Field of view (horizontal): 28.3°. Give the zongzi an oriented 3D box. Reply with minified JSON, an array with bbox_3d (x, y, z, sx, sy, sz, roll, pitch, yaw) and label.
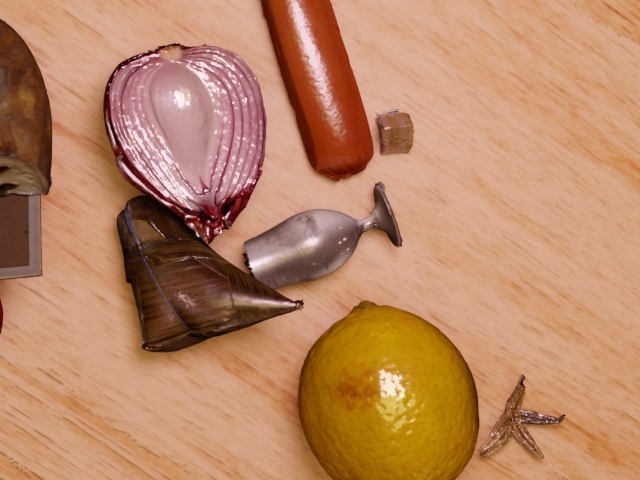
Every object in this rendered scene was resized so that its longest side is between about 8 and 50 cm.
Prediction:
[{"bbox_3d":[-0.159,0.025,1.731,0.242,0.112,0.221,-18,89,25],"label":"zongzi"}]

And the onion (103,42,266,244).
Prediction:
[{"bbox_3d":[-0.186,-0.125,1.750,0.227,0.120,0.284,-8,79,-19],"label":"onion"}]

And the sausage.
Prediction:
[{"bbox_3d":[-0.009,-0.255,1.795,0.097,0.094,0.349,-17,93,-3],"label":"sausage"}]

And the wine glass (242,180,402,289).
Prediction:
[{"bbox_3d":[0.000,0.000,1.792,0.222,0.103,0.103,-21,92,-8],"label":"wine glass"}]

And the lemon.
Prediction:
[{"bbox_3d":[0.092,0.226,1.733,0.267,0.267,0.268,0,90,-7],"label":"lemon"}]

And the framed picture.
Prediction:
[{"bbox_3d":[-0.488,-0.059,1.695,0.231,0.018,0.293,-4,54,-7],"label":"framed picture"}]

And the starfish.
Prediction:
[{"bbox_3d":[0.291,0.255,1.857,0.133,0.041,0.130,-2,99,-14],"label":"starfish"}]

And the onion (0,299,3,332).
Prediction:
[{"bbox_3d":[-0.513,0.098,1.699,0.177,0.153,0.177,3,113,8],"label":"onion"}]

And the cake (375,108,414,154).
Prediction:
[{"bbox_3d":[0.109,-0.151,1.797,0.052,0.121,0.065,-6,99,-1],"label":"cake"}]

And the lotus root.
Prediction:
[{"bbox_3d":[-0.484,-0.205,1.672,0.266,0.149,0.260,2,67,-7],"label":"lotus root"}]
